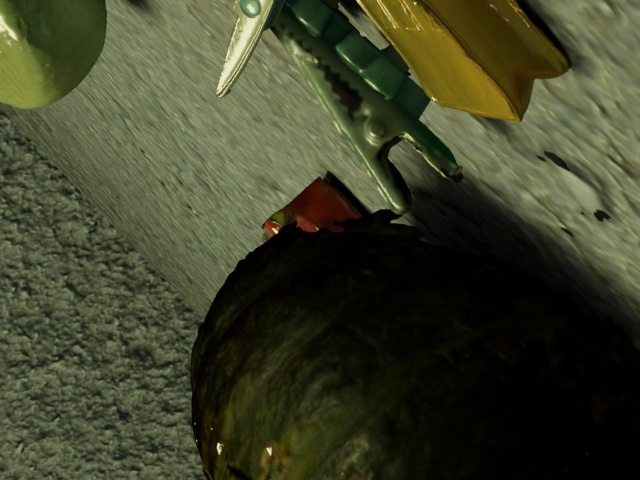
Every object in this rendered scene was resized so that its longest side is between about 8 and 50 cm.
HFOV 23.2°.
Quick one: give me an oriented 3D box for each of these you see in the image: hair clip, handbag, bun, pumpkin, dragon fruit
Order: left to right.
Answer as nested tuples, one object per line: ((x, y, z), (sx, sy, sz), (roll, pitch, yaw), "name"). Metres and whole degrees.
((-0.217, -0.184, 0.966), (0.221, 0.108, 0.221), (37, 163, 14), "bun")
((-0.002, -0.086, 0.642), (0.173, 0.049, 0.049), (49, 172, 8), "hair clip")
((0.000, 0.000, 0.972), (0.060, 0.056, 0.083), (45, 170, 4), "dragon fruit")
((0.044, -0.072, 0.537), (0.061, 0.027, 0.083), (47, 172, -20), "handbag")
((0.072, 0.132, 0.806), (0.320, 0.192, 0.320), (41, 170, 9), "pumpkin")

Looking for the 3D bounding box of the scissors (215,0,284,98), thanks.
((-0.022, -0.097, 0.605), (0.058, 0.014, 0.119), (43, 140, 11), "scissors")
